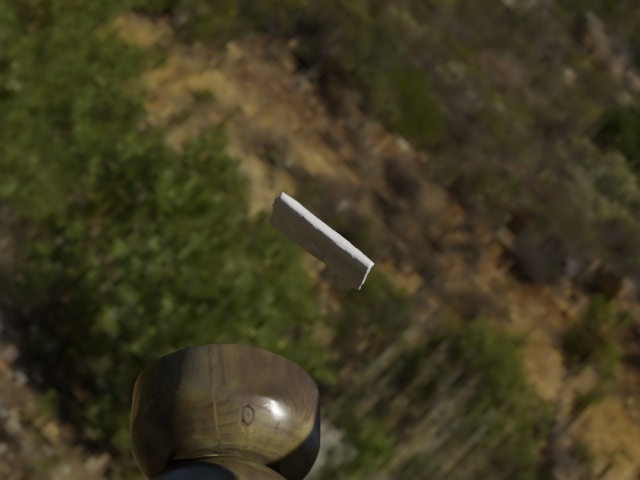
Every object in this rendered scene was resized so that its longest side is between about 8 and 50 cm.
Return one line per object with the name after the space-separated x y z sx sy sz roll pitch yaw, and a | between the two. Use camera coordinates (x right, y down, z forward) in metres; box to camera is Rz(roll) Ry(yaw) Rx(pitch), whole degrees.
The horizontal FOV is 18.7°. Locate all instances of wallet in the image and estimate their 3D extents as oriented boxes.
0.000 0.000 1.362 0.083 0.011 0.044 37 -25 7 | wallet

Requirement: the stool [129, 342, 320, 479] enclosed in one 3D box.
-0.089 0.249 1.735 0.179 0.179 0.264 66 19 -48 | stool
